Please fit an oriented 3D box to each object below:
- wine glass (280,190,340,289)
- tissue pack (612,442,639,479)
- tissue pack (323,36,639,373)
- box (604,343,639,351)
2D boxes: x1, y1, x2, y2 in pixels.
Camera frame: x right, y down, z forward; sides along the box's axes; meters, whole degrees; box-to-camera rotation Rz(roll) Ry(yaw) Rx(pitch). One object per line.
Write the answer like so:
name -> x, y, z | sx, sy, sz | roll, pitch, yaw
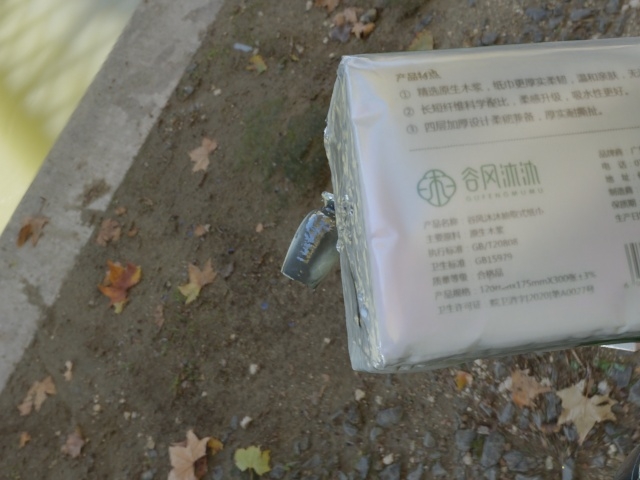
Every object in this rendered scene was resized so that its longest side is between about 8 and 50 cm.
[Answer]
wine glass -> 0.000, 0.000, 1.202 | 0.111, 0.111, 0.204 | 29, 90, 30
tissue pack -> 0.718, 0.441, 1.001 | 0.253, 0.417, 0.264 | 38, 49, 26
tissue pack -> 0.194, -0.029, 0.509 | 0.356, 0.194, 0.266 | -5, 79, -6
box -> 0.506, 0.092, 1.114 | 0.273, 0.091, 0.221 | 4, 96, 50
